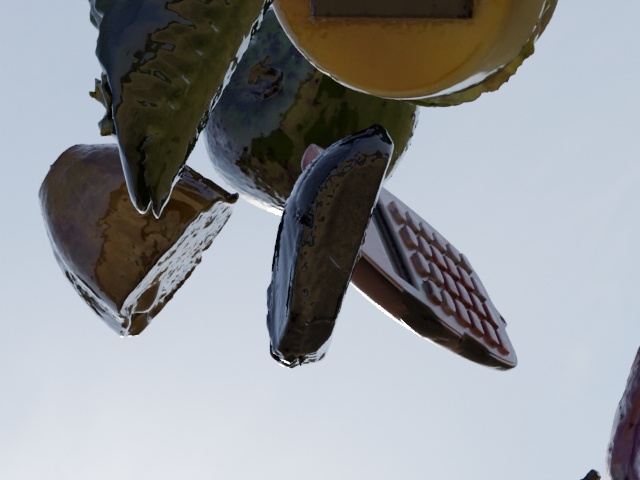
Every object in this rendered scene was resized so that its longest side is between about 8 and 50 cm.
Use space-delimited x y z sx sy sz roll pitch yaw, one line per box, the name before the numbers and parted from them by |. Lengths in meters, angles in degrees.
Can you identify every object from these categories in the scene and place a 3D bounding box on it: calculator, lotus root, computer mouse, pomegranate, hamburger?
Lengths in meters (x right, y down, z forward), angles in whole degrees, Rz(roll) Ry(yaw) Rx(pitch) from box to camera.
calculator | 0.102 0.032 1.780 0.048 0.220 0.329 -41 -48 18
lotus root | -0.213 -0.018 1.792 0.188 0.180 0.199 -50 -11 -16
computer mouse | 0.000 0.000 1.342 0.122 0.073 0.217 98 -171 -66
pomegranate | 0.011 -0.156 2.088 0.285 0.285 0.340 -51 -27 14
hamburger | 0.086 -0.270 1.563 0.176 0.300 0.300 -35 -23 -59

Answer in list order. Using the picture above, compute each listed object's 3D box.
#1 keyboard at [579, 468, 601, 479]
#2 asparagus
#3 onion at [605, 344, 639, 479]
keyboard | 0.297 0.387 2.083 0.106 0.016 0.262 -34 -32 -33
asparagus | -0.084 -0.188 1.135 0.382 0.128 0.108 -65 6 -28
onion | 0.231 0.146 0.924 0.111 0.247 0.250 -17 -29 -30
